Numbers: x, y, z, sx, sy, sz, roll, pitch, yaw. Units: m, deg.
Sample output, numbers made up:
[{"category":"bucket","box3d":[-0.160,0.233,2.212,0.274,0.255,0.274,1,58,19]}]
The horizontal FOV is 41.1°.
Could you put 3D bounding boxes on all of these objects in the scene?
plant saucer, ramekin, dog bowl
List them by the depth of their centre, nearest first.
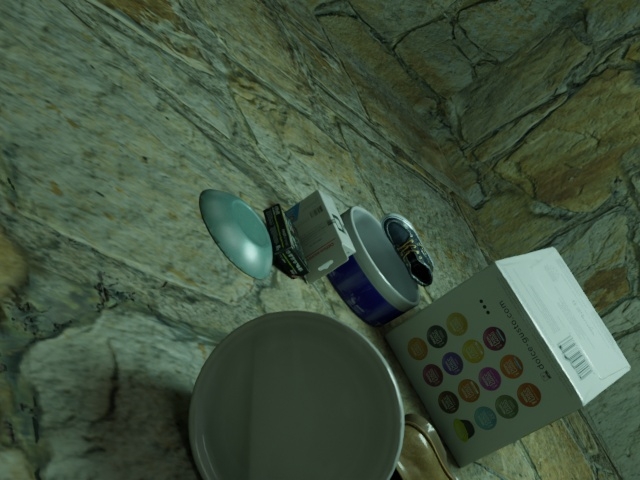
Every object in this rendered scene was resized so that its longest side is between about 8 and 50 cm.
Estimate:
[{"category":"ramekin","box3d":[-0.021,0.229,1.086,0.273,0.273,0.127,62,7,18]},{"category":"plant saucer","box3d":[-0.140,-0.022,1.548,0.195,0.037,0.195,48,19,-23]},{"category":"dog bowl","box3d":[0.108,0.058,1.922,0.265,0.104,0.265,48,19,-23]}]

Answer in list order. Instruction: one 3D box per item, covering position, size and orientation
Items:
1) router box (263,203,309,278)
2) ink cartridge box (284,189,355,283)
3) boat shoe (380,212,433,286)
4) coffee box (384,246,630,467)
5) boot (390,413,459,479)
[{"category":"router box","box3d":[-0.067,0.002,1.655,0.092,0.038,0.122,58,10,-48]},{"category":"ink cartridge box","box3d":[0.000,0.000,1.752,0.060,0.104,0.180,30,32,-55]},{"category":"boat shoe","box3d":[0.204,0.020,1.953,0.183,0.065,0.083,51,17,-19]},{"category":"coffee box","box3d":[0.420,0.251,1.914,0.338,0.334,0.337,-10,67,-54]},{"category":"boot","box3d":[0.201,0.467,1.523,0.115,0.112,0.305,-40,101,-41]}]
